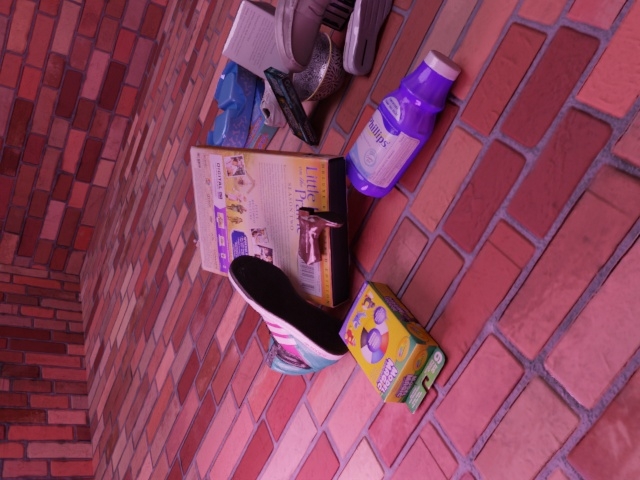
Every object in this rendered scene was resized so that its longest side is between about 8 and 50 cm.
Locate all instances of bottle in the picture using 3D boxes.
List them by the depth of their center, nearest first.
[{"bbox_3d":[0.151,-0.215,1.079,0.283,0.092,0.118,-55,42,32],"label":"bottle"}]

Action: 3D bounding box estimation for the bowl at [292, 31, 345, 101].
[{"bbox_3d":[0.009,-0.406,1.392,0.170,0.080,0.170,-26,58,52],"label":"bowl"}]

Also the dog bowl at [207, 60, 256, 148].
[{"bbox_3d":[-0.266,-0.390,1.744,0.166,0.074,0.297,-9,70,57],"label":"dog bowl"}]

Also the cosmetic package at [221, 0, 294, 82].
[{"bbox_3d":[-0.125,-0.511,1.502,0.151,0.184,0.151,-61,-4,26],"label":"cosmetic package"}]

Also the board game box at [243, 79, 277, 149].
[{"bbox_3d":[-0.196,-0.355,1.734,0.160,0.047,0.210,-51,39,36],"label":"board game box"}]

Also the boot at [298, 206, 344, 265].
[{"bbox_3d":[0.000,0.000,1.102,0.106,0.037,0.114,20,120,35],"label":"boot"}]

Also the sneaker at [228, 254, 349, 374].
[{"bbox_3d":[-0.088,0.172,1.208,0.295,0.124,0.178,40,135,8],"label":"sneaker"}]

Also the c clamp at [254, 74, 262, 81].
[{"bbox_3d":[-0.179,-0.517,1.791,0.161,0.022,0.137,-38,38,46],"label":"c clamp"}]

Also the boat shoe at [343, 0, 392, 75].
[{"bbox_3d":[0.092,-0.483,1.283,0.076,0.083,0.226,30,106,57],"label":"boat shoe"}]

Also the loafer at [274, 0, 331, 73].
[{"bbox_3d":[-0.033,-0.550,1.333,0.111,0.112,0.319,4,89,40],"label":"loafer"}]

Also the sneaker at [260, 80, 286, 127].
[{"bbox_3d":[-0.137,-0.388,1.602,0.054,0.061,0.152,-18,82,56],"label":"sneaker"}]

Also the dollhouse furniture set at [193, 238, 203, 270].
[{"bbox_3d":[-0.374,0.050,1.840,0.114,0.081,0.091,-63,34,22],"label":"dollhouse furniture set"}]

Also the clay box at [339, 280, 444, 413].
[{"bbox_3d":[0.120,0.184,1.021,0.127,0.053,0.222,-66,32,19],"label":"clay box"}]

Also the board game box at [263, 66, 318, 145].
[{"bbox_3d":[-0.072,-0.330,1.423,0.026,0.186,0.126,-33,34,-9],"label":"board game box"}]

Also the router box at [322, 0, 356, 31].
[{"bbox_3d":[0.052,-0.715,1.435,0.243,0.081,0.309,-48,42,40],"label":"router box"}]

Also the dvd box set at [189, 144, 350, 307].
[{"bbox_3d":[-0.121,-0.047,1.262,0.420,0.062,0.307,11,111,39],"label":"dvd box set"}]
